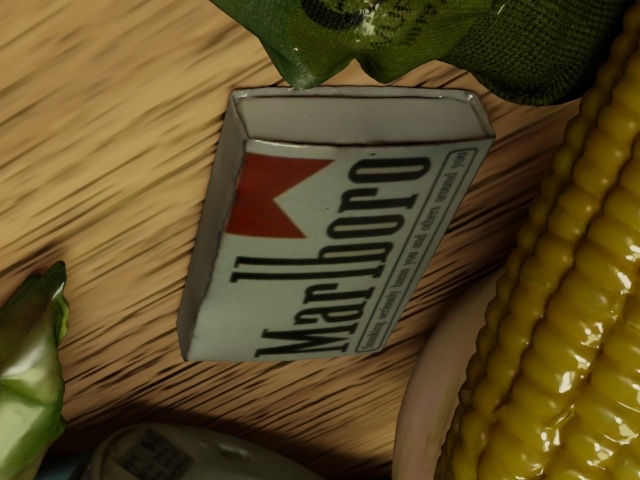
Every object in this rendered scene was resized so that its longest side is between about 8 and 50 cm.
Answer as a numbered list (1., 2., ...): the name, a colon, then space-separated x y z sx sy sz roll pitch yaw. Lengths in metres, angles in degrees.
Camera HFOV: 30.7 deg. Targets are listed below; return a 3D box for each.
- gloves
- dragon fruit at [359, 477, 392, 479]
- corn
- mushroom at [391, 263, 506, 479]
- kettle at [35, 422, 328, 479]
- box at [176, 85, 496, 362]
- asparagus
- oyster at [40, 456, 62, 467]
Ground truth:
1. gloves: 0.009 -0.112 0.344 0.268 0.107 0.135 20 102 -37
2. dragon fruit: 0.026 0.272 0.855 0.295 0.130 0.268 -32 141 13
3. corn: 0.142 -0.026 0.375 0.131 0.131 0.344 18 104 -38
4. mushroom: 0.163 0.115 0.573 0.234 0.260 0.253 20 121 -9
5. kettle: -0.126 0.286 0.646 0.342 0.320 0.247 -57 167 12
6. box: 0.000 0.000 0.554 0.115 0.035 0.177 -2 145 -17
7. asparagus: -0.213 0.147 0.577 0.343 0.082 0.085 -50 129 6
8. oyster: -0.191 0.216 0.775 0.199 0.087 0.252 -4 133 -15
